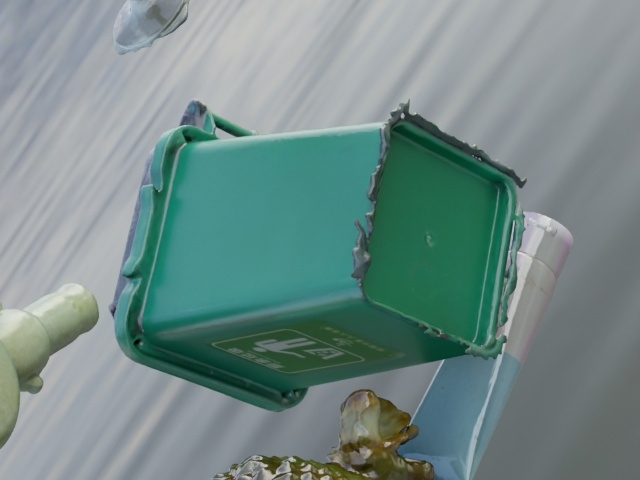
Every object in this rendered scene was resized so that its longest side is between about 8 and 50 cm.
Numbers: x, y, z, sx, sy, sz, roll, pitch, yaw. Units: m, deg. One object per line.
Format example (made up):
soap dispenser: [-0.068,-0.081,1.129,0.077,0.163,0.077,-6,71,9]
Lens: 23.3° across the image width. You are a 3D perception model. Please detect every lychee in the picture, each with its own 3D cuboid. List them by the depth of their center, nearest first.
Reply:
lychee: [0.001,0.300,1.334,0.320,0.270,0.270,-44,16,-3]

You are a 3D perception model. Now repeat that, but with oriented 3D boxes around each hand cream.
hand cream: [0.164,0.117,1.525,0.111,0.070,0.312,4,58,45]

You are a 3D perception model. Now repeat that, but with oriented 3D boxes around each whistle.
whistle: [-0.261,0.097,1.218,0.067,0.126,0.258,-22,7,33]

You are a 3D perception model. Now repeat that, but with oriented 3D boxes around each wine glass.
wine glass: [-0.254,-0.318,1.704,0.156,0.232,0.156,-25,44,26]

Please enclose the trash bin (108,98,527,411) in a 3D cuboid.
trash bin: [0.000,0.000,1.544,0.381,0.259,0.295,-9,64,48]
